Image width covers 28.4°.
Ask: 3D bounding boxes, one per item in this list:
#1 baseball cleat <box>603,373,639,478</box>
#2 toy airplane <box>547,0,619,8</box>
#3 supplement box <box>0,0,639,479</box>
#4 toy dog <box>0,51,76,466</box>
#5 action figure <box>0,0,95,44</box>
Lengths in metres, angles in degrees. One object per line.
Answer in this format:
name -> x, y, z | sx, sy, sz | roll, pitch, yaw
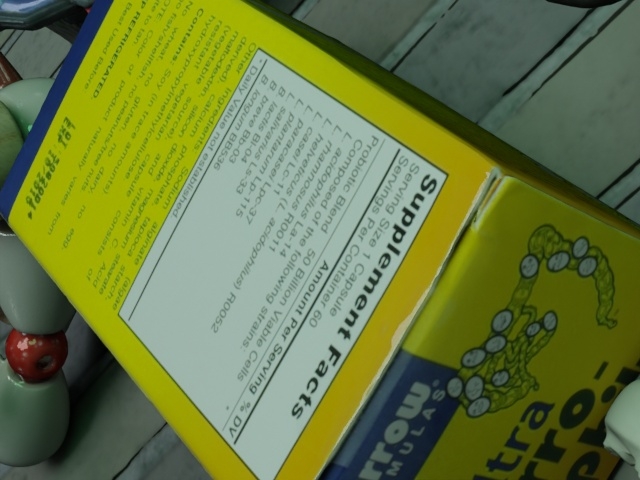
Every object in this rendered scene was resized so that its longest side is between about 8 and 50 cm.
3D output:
baseball cleat -> 0.214, 0.108, 0.530 | 0.109, 0.072, 0.206 | -49, 53, 2
toy airplane -> 0.262, -0.171, 0.438 | 0.384, 0.272, 0.386 | -83, 17, -62
supplement box -> 0.000, 0.000, 0.699 | 0.356, 0.195, 0.194 | 41, 105, 47
toy dog -> -0.225, -0.001, 0.916 | 0.161, 0.220, 0.333 | 49, 114, 38
action figure -> -0.097, -0.254, 0.968 | 0.341, 0.178, 0.330 | -16, 67, 9
